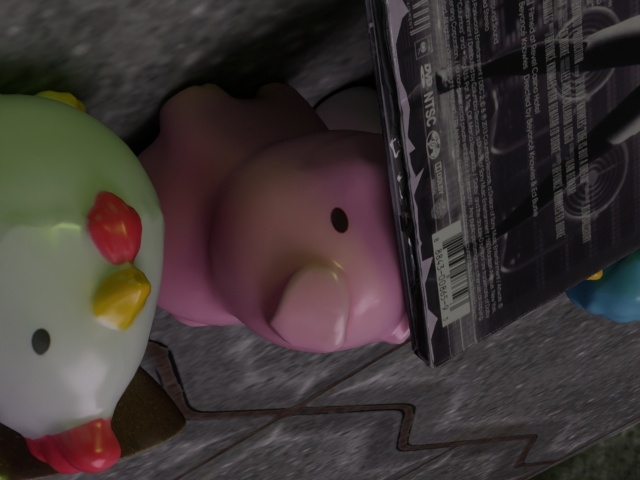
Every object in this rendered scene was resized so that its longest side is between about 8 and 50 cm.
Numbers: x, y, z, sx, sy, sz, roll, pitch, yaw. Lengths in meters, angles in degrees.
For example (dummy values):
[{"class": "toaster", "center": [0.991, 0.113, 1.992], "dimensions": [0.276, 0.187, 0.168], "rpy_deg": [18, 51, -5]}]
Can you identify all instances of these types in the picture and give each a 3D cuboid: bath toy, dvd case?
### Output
[{"class": "bath toy", "center": [0.000, 0.000, 0.635], "dimensions": [0.348, 0.129, 0.151], "rpy_deg": [-8, 156, -44]}, {"class": "dvd case", "center": [0.114, -0.069, 0.583], "dimensions": [0.221, 0.018, 0.164], "rpy_deg": [-28, 132, -21]}]

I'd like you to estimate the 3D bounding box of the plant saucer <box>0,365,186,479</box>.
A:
[{"class": "plant saucer", "center": [-0.151, 0.061, 0.647], "dimensions": [0.199, 0.036, 0.198], "rpy_deg": [-3, -175, 0]}]
